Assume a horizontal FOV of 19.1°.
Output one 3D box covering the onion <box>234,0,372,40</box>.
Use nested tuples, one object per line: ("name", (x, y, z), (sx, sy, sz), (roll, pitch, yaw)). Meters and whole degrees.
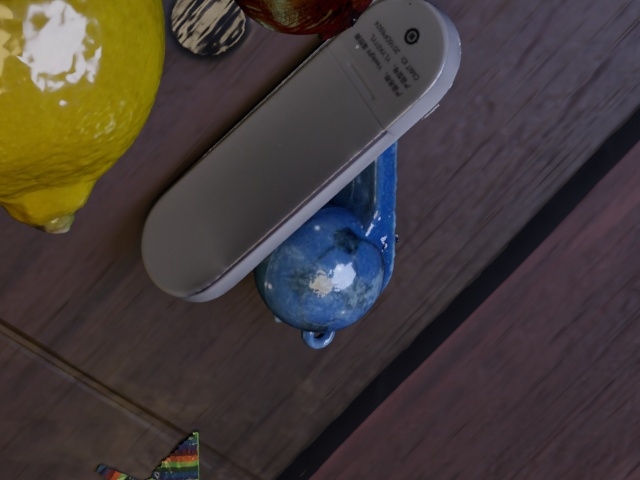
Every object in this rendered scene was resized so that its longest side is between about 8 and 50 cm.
("onion", (-0.009, -0.174, 1.053), (0.118, 0.118, 0.117), (32, 89, -23))

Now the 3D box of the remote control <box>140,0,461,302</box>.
("remote control", (-0.015, -0.054, 1.146), (0.245, 0.077, 0.022), (-42, 153, 16))

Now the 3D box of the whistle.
("whistle", (0.000, 0.000, 1.173), (0.090, 0.090, 0.158), (-3, 121, -5))

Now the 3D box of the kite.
("kite", (-0.116, 0.176, 1.307), (0.090, 0.004, 0.122), (38, 109, -24))

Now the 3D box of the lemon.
("lemon", (-0.176, -0.114, 1.028), (0.187, 0.187, 0.244), (-14, 126, 1))
